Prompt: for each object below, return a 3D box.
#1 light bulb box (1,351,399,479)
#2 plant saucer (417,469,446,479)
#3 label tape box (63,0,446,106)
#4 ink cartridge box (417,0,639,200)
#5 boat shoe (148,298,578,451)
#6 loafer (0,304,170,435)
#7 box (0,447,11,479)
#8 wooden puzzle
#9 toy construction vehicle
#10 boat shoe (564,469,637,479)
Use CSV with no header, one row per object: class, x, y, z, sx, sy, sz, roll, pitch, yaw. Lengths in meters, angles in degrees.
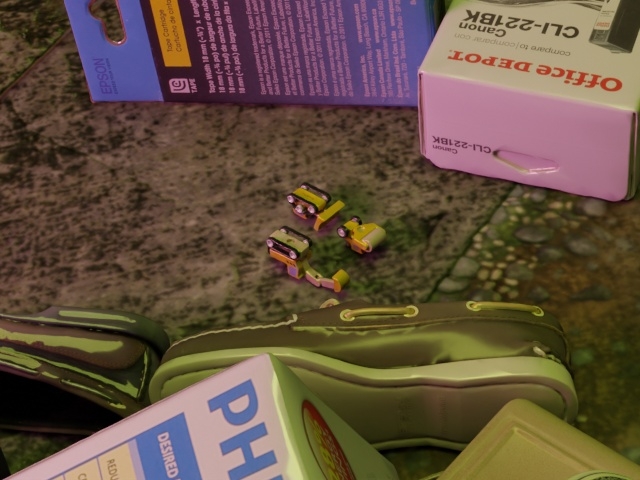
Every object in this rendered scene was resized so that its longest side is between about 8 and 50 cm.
light bulb box,-0.092,0.316,0.966,0.361,0.225,0.358,-27,59,10
plant saucer,0.136,0.292,1.212,0.311,0.050,0.310,-4,48,5
label tape box,-0.059,-0.239,1.589,0.334,0.240,0.106,2,49,10
ink cartridge box,0.222,-0.182,1.585,0.197,0.114,0.273,12,52,18
boat shoe,0.033,0.098,1.361,0.324,0.116,0.096,-1,43,2
loafer,-0.274,0.109,1.400,0.303,0.109,0.095,-1,52,3
box,-0.402,0.252,1.158,0.212,0.293,0.395,25,56,27
wooden puzzle,0.158,0.234,1.207,0.221,0.044,0.239,30,53,29
toy construction vehicle,0.000,0.000,1.510,0.098,0.035,0.086,26,45,24
boat shoe,0.264,0.254,0.993,0.127,0.158,0.340,-32,76,-28
